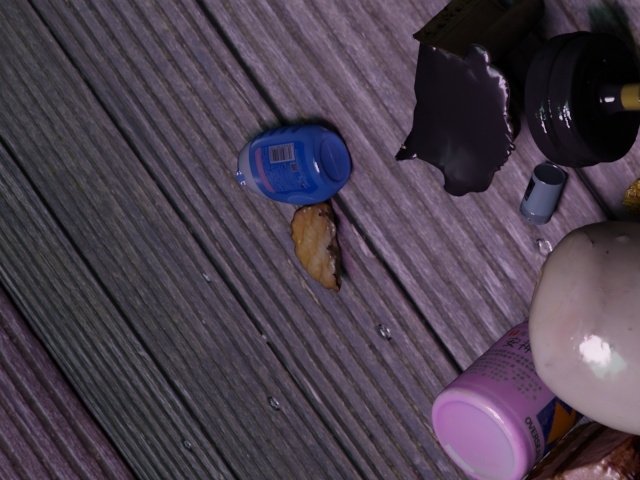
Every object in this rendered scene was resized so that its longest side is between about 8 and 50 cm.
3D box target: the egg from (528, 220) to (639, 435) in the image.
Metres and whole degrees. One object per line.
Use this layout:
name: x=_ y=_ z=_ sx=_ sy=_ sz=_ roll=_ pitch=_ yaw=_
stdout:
egg: x=0.451 y=0.129 z=1.731 sx=0.345 sy=0.283 sz=0.283 roll=27 pitch=138 yaw=13

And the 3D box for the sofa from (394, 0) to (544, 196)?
sofa: x=0.236 y=-0.213 z=1.792 sx=0.182 sy=0.200 sz=0.258 roll=24 pitch=135 yaw=21

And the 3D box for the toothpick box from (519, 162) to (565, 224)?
toothpick box: x=0.335 y=-0.070 z=1.898 sx=0.052 sy=0.052 sz=0.083 roll=37 pitch=140 yaw=24

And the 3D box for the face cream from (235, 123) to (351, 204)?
face cream: x=-0.059 y=-0.134 z=2.277 sx=0.264 sy=0.083 sz=0.149 roll=-3 pitch=111 yaw=50

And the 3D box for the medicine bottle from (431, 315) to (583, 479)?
medicine bottle: x=0.325 y=0.230 z=1.945 sx=0.178 sy=0.290 sz=0.178 roll=30 pitch=138 yaw=32

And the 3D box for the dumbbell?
dumbbell: x=0.422 y=-0.183 z=1.594 sx=0.388 sy=0.185 sz=0.185 roll=4 pitch=121 yaw=49

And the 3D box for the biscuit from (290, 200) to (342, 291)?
biscuit: x=0.000 y=0.000 z=2.340 sx=0.118 sy=0.061 sz=0.183 roll=17 pitch=128 yaw=44

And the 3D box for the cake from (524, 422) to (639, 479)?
cake: x=0.489 y=0.396 z=1.978 sx=0.293 sy=0.198 sz=0.196 roll=-29 pitch=92 yaw=53

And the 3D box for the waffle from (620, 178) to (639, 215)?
waffle: x=0.471 y=-0.051 z=1.785 sx=0.085 sy=0.016 sz=0.078 roll=43 pitch=143 yaw=16
